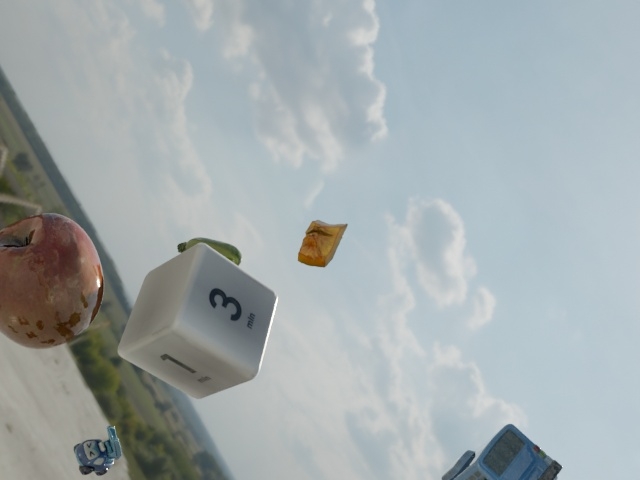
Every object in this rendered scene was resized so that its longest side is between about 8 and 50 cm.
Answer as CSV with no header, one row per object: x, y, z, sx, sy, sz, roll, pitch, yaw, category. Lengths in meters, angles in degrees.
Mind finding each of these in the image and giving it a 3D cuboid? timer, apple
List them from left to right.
-0.404,0.057,1.153,0.181,0.181,0.168,42,-19,50,apple
-0.222,0.151,1.463,0.195,0.192,0.194,36,-43,-28,timer

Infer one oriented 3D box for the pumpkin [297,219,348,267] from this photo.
0.000,0.001,1.527,0.073,0.101,0.035,17,-13,25,pumpkin

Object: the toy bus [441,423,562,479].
0.287,0.408,1.329,0.133,0.116,0.234,41,-31,13,toy bus

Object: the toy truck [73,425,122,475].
-0.379,0.362,1.385,0.073,0.090,0.056,28,24,-52,toy truck

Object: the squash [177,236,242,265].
-0.225,0.022,1.629,0.183,0.052,0.052,13,-46,43,squash
